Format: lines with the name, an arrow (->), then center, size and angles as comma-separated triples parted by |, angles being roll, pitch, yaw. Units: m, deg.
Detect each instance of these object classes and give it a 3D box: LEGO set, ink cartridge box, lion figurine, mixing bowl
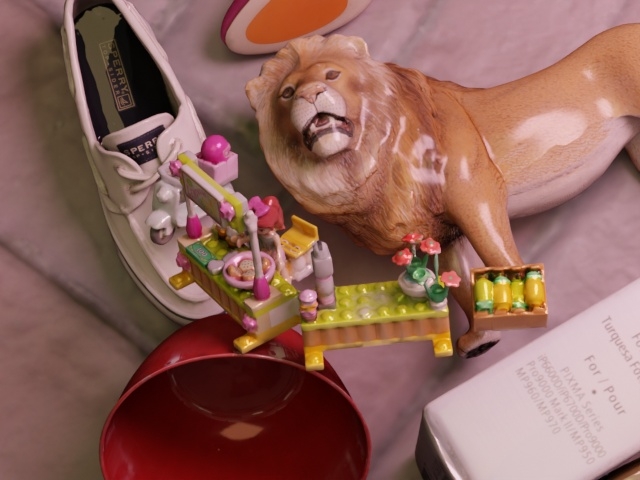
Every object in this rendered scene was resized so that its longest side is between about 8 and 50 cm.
LEGO set -> 0.000, 0.000, 1.112 | 0.287, 0.107, 0.132 | 18, 45, 28
ink cartridge box -> 0.242, 0.064, 1.112 | 0.385, 0.308, 0.091 | -29, 78, -3
lion figurine -> 0.159, -0.072, 1.248 | 0.392, 0.142, 0.240 | -17, 70, -14
mixing bowl -> -0.059, 0.117, 1.209 | 0.181, 0.181, 0.098 | -7, 35, 2

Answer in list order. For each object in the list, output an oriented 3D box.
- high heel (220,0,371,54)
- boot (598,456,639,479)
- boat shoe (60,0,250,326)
high heel -> 0.011, -0.242, 1.319 | 0.244, 0.082, 0.117 | -41, 47, 9
boot -> 0.195, 0.281, 1.179 | 0.262, 0.095, 0.203 | -38, 78, -2
boat shoe -> -0.123, -0.064, 1.272 | 0.096, 0.088, 0.267 | -17, 78, 0
